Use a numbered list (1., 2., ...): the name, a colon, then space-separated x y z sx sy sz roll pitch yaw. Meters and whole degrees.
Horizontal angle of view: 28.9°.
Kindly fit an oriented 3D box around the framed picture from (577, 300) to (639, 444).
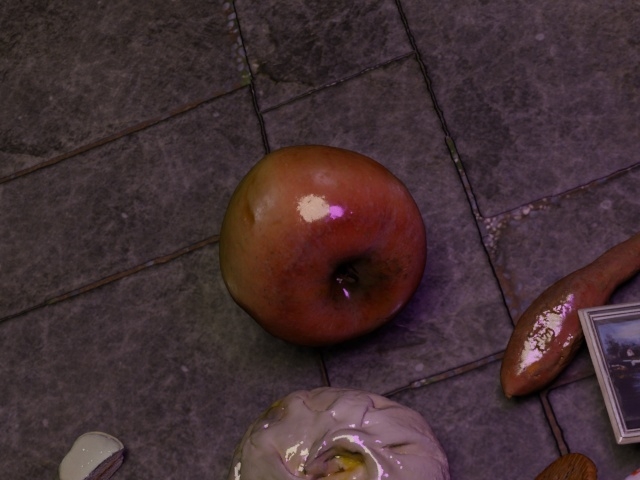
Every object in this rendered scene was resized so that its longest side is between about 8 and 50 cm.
1. framed picture: 0.554 0.179 1.848 0.296 0.019 0.232 -7 57 -6

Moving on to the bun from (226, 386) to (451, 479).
1. bun: 0.007 0.374 1.867 0.365 0.219 0.365 -11 54 15

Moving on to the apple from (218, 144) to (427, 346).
1. apple: 0.000 0.000 2.045 0.338 0.338 0.305 -31 35 0

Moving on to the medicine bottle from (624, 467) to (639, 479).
1. medicine bottle: 0.500 0.369 1.733 0.252 0.144 0.144 -36 55 0

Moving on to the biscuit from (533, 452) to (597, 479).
1. biscuit: 0.333 0.389 1.782 0.027 0.188 0.188 35 71 -11

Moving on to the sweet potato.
1. sweet potato: 0.408 0.098 1.959 0.385 0.109 0.109 -46 56 -11

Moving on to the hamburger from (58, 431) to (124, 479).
1. hamburger: -0.395 0.376 2.117 0.121 0.054 0.084 -44 51 -12
